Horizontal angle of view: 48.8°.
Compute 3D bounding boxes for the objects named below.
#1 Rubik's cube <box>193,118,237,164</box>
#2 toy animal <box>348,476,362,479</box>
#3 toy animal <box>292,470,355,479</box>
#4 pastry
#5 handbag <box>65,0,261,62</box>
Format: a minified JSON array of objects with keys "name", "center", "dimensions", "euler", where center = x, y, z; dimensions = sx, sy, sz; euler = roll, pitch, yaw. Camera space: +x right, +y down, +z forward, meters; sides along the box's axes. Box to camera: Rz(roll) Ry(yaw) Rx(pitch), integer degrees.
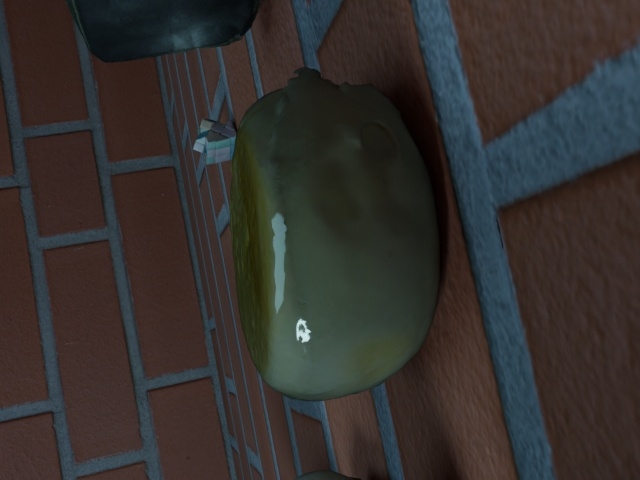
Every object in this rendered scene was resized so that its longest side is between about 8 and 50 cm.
[{"name":"Rubik's cube","center":[-0.193,-0.188,1.289],"dimensions":[0.075,0.084,0.073],"euler":[-59,45,44]},{"name":"toy animal","center":[0.054,0.294,0.713],"dimensions":[0.276,0.054,0.149],"euler":[98,155,-47]},{"name":"toy animal","center":[-0.049,0.328,0.465],"dimensions":[0.196,0.367,0.241],"euler":[-18,97,52]},{"name":"pastry","center":[0.000,-0.001,0.556],"dimensions":[0.265,0.133,0.265],"euler":[171,90,-76]},{"name":"handbag","center":[-0.191,-0.397,0.803],"dimensions":[0.341,0.247,0.240],"euler":[93,163,-59]}]
